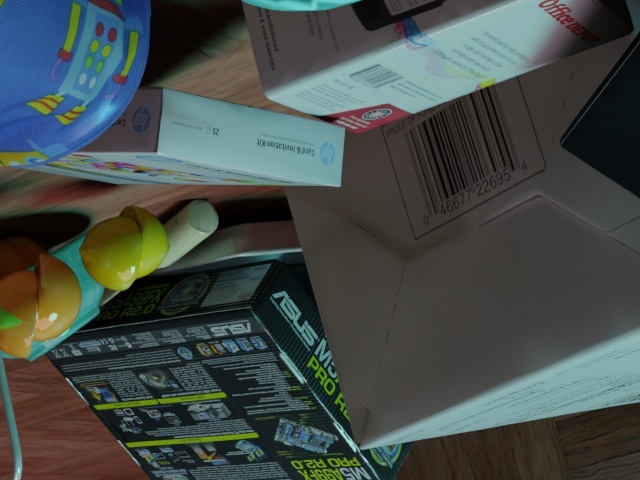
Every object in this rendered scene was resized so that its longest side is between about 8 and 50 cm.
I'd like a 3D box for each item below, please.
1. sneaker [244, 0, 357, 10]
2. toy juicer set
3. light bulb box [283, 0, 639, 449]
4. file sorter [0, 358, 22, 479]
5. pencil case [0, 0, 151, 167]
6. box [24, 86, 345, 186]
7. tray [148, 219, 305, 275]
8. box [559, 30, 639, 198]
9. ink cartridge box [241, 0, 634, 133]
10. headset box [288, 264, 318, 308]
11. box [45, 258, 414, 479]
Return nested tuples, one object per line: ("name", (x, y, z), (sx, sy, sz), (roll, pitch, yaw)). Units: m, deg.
("sneaker", (-0.036, -0.143, 0.519), (0.124, 0.178, 0.295), (-7, 166, -30))
("toy juicer set", (-0.189, 0.018, 1.289), (0.209, 0.089, 0.329), (-36, 180, 28))
("light bulb box", (0.234, -0.016, 1.252), (0.361, 0.225, 0.358), (-4, 163, -40))
("file sorter", (-0.407, 0.156, 1.415), (0.277, 0.173, 0.193), (-5, 165, -38))
("pencil case", (-0.186, -0.105, 0.652), (0.133, 0.119, 0.306), (-16, 168, 22))
("box", (-0.102, -0.056, 0.978), (0.186, 0.038, 0.145), (1, 175, 41))
("tray", (0.000, 0.000, 1.471), (0.270, 0.030, 0.145), (-4, 174, -37))
("box", (0.235, -0.128, 0.859), (0.184, 0.103, 0.261), (-55, 177, -15))
("ink cartridge box", (0.064, -0.126, 0.938), (0.175, 0.072, 0.127), (-19, 166, 21))
("headset box", (0.068, 0.081, 1.590), (0.246, 0.131, 0.283), (-9, 176, 41))
("box", (-0.086, 0.126, 1.483), (0.270, 0.216, 0.060), (-10, -144, 41))
